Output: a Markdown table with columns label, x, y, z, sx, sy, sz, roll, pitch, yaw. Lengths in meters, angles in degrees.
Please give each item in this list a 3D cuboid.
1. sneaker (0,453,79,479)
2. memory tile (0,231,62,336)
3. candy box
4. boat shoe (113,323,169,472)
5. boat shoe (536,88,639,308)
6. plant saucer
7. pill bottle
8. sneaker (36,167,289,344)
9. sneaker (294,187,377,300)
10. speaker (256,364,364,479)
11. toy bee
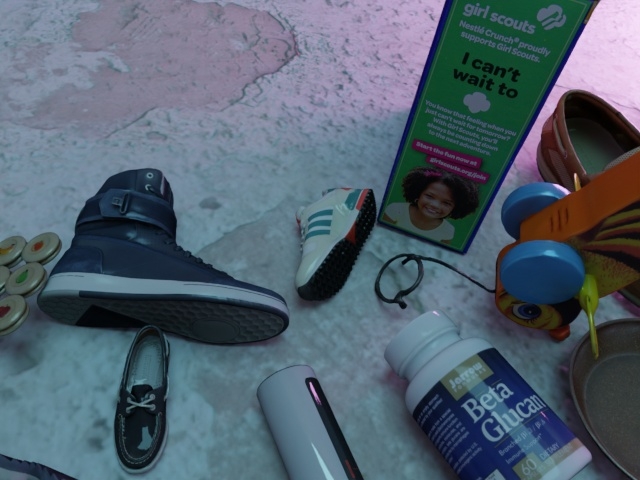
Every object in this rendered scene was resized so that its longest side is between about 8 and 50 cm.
| label | x | y | z | sx | sy | sz | roll | pitch | yaw |
| --- | --- | --- | --- | --- | --- | --- | --- | --- | --- |
| sneaker | -0.191 | 0.202 | 0.361 | 0.319 | 0.112 | 0.131 | 0 | 52 | 30 |
| memory tile | -0.311 | 0.039 | 0.552 | 0.148 | 0.012 | 0.113 | -6 | 46 | 16 |
| candy box | 0.177 | -0.191 | 0.670 | 0.122 | 0.317 | 0.268 | 18 | 49 | 7 |
| boat shoe | -0.149 | 0.130 | 0.519 | 0.046 | 0.038 | 0.125 | 5 | 48 | -5 |
| boat shoe | 0.346 | -0.050 | 0.690 | 0.123 | 0.120 | 0.324 | -23 | 51 | -2 |
| plant saucer | 0.324 | 0.161 | 0.569 | 0.199 | 0.036 | 0.198 | 4 | 46 | -4 |
| pill bottle | 0.131 | 0.142 | 0.518 | 0.094 | 0.094 | 0.169 | -23 | 56 | -27 |
| sneaker | -0.133 | 0.009 | 0.596 | 0.226 | 0.086 | 0.163 | 9 | 51 | -1 |
| sneaker | 0.000 | 0.000 | 0.658 | 0.075 | 0.057 | 0.161 | 11 | 48 | 27 |
| speaker | -0.004 | 0.172 | 0.496 | 0.055 | 0.055 | 0.136 | -14 | 52 | -20 |
| toy bee | 0.228 | 0.021 | 0.591 | 0.162 | 0.298 | 0.195 | 39 | 66 | -26 |
